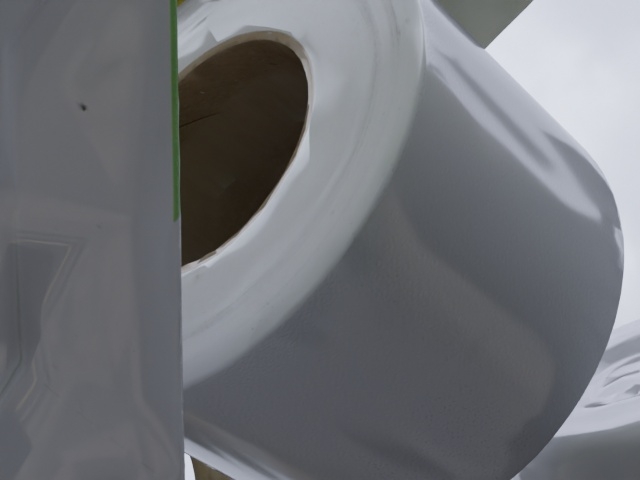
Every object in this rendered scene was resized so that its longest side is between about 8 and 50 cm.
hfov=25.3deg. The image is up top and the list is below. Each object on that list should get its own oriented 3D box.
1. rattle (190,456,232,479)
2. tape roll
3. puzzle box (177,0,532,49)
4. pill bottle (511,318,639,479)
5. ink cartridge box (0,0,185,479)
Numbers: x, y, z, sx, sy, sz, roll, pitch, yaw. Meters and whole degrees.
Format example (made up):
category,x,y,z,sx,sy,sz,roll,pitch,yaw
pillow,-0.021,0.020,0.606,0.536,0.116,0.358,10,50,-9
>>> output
category,x,y,z,sx,sy,sz,roll,pitch,yaw
rattle,-0.121,0.202,1.058,0.142,0.200,0.130,20,-76,-33
tape roll,0.000,0.000,0.693,0.246,0.246,0.169,-37,-49,19
puzzle box,-0.094,-0.113,0.882,0.272,0.052,0.409,35,-52,-16
pill bottle,0.227,0.202,0.734,0.176,0.176,0.319,-23,-82,13
ink cartridge box,-0.200,-0.039,0.500,0.119,0.353,0.207,-12,-71,-42
